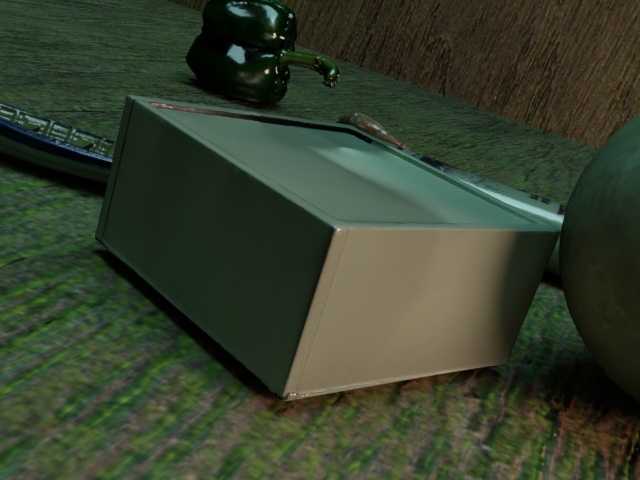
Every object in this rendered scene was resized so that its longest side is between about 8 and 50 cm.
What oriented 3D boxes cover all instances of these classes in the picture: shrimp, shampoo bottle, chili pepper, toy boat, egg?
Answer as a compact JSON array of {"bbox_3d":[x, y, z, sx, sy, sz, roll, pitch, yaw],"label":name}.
[{"bbox_3d":[0.074,-0.122,1.107,0.126,0.048,0.223,30,-1,-2],"label":"shrimp"},{"bbox_3d":[0.176,-0.037,0.953,0.359,0.078,0.134,21,6,11],"label":"shampoo bottle"},{"bbox_3d":[-0.093,-0.313,1.429,0.260,0.174,0.165,16,-9,-2],"label":"chili pepper"},{"bbox_3d":[-0.250,-0.089,0.739,0.228,0.046,0.080,17,17,0],"label":"toy boat"},{"bbox_3d":[0.323,0.018,0.602,0.352,0.259,0.258,18,13,-36],"label":"egg"}]

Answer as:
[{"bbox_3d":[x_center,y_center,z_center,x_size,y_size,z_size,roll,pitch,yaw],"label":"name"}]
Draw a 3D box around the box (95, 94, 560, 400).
[{"bbox_3d":[0.000,0.000,0.585,0.224,0.118,0.225,0,24,-44],"label":"box"}]
